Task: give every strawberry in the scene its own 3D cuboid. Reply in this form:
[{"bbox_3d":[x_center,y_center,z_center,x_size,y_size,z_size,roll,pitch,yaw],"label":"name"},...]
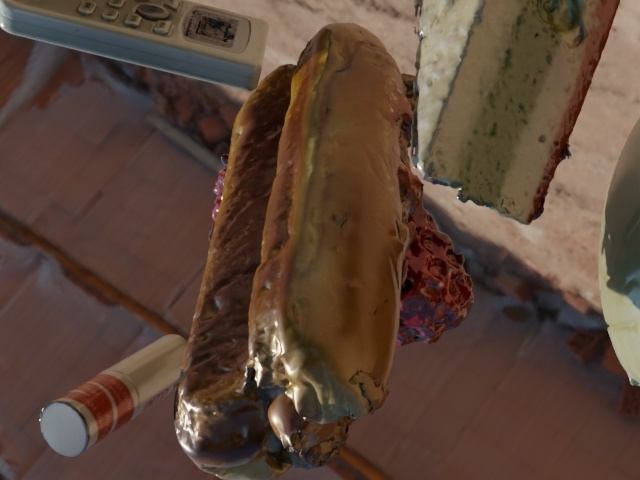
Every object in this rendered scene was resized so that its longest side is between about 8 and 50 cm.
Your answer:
[{"bbox_3d":[0.002,0.015,0.876,0.237,0.111,0.190,31,123,19],"label":"strawberry"}]

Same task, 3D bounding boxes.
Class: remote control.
[{"bbox_3d":[-0.133,-0.156,0.777,0.190,0.029,0.087,13,-147,-5],"label":"remote control"}]

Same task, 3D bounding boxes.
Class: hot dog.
[{"bbox_3d":[0.000,0.000,0.717,0.117,0.348,0.158,32,131,-25],"label":"hot dog"}]

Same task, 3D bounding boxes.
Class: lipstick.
[{"bbox_3d":[-0.132,0.101,0.727,0.038,0.038,0.131,37,-152,13],"label":"lipstick"}]

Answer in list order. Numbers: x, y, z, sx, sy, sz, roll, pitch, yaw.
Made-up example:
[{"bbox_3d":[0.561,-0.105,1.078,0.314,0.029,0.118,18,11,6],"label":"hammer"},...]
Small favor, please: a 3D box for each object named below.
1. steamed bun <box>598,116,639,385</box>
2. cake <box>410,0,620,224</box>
[{"bbox_3d":[0.327,-0.038,0.706,0.312,0.334,0.232,144,106,-77],"label":"steamed bun"},{"bbox_3d":[0.090,-0.128,0.571,0.086,0.220,0.117,19,-179,-28],"label":"cake"}]
